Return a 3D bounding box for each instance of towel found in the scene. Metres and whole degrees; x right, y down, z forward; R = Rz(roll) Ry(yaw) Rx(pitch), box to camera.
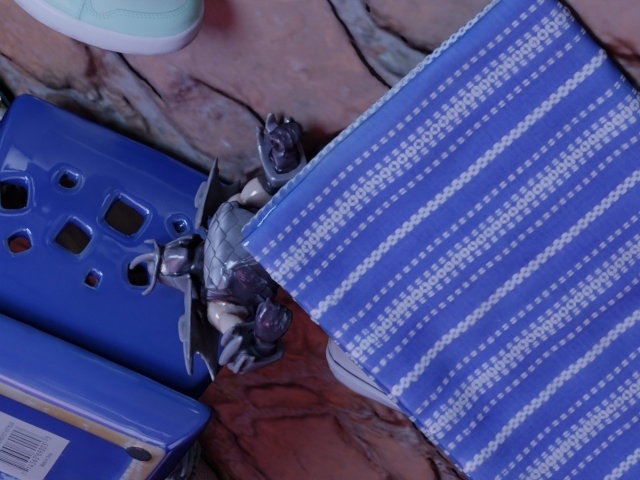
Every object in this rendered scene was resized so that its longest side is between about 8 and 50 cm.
[{"bbox_3d":[0.145,0.037,1.166,0.336,0.243,0.040,46,-173,-18],"label":"towel"}]

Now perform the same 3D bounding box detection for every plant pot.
[{"bbox_3d":[-0.182,0.069,1.409,0.236,0.212,0.236,24,145,-10],"label":"plant pot"}]

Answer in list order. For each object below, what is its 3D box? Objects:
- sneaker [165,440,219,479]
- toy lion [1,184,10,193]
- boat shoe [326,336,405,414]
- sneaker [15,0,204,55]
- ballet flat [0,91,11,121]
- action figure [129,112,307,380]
[{"bbox_3d":[-0.152,0.170,1.635,0.122,0.110,0.283,-24,133,23],"label":"sneaker"},{"bbox_3d":[-0.299,-0.045,1.543,0.096,0.034,0.100,30,146,13],"label":"toy lion"},{"bbox_3d":[0.102,0.104,1.382,0.226,0.083,0.076,18,145,19],"label":"boat shoe"},{"bbox_3d":[-0.155,-0.223,1.155,0.256,0.094,0.151,38,142,-13],"label":"sneaker"},{"bbox_3d":[-0.311,-0.128,1.380,0.091,0.077,0.241,3,144,38],"label":"ballet flat"},{"bbox_3d":[0.000,0.000,1.267,0.285,0.185,0.099,-6,159,21],"label":"action figure"}]
